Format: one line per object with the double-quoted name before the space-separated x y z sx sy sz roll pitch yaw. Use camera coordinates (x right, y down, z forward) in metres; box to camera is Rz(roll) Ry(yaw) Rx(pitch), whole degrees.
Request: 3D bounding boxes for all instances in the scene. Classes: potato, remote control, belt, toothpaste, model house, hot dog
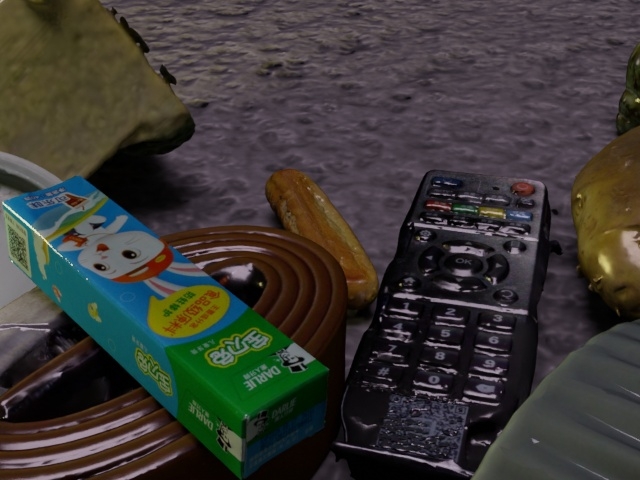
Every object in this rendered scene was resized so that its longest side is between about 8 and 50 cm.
"potato" 0.322 -0.030 0.798 0.191 0.141 0.296 15 39 27
"remote control" 0.117 0.057 0.739 0.144 0.062 0.399 9 33 13
"belt" -0.125 0.106 0.619 0.217 0.122 0.338 29 44 36
"toothpaste" -0.107 0.041 0.571 0.065 0.050 0.266 -23 43 -37
"model house" -0.324 -0.116 0.911 0.266 0.261 0.321 -49 33 -18
"hot dog" 0.000 0.000 0.845 0.066 0.047 0.216 2 30 -24

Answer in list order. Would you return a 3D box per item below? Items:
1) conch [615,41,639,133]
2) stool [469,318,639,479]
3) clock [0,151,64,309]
"conch" 0.436 -0.175 1.038 0.181 0.124 0.187 3 4 26
"stool" 0.224 0.200 0.328 0.330 0.297 0.297 23 40 39
"clock" -0.284 0.035 0.726 0.236 0.053 0.236 11 63 -22
